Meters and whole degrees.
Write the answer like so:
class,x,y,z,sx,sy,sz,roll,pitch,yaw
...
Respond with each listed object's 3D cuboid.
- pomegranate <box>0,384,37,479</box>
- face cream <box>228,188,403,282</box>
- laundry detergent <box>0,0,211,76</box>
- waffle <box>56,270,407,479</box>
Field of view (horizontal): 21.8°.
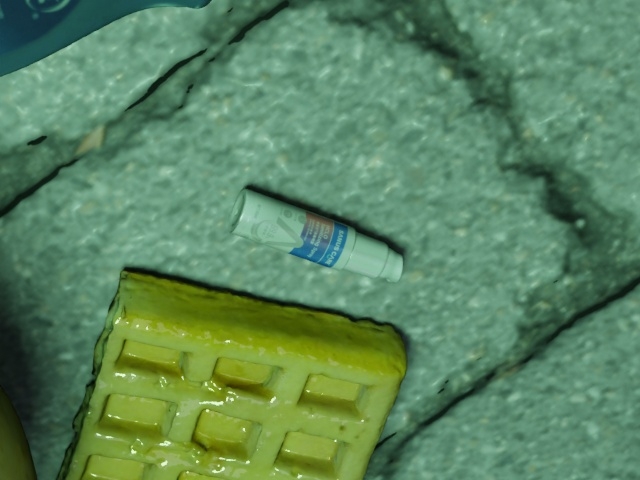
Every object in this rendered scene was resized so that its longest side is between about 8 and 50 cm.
class,x,y,z,sx,sy,sz,roll,pitch,yaw
pomegranate,-0.361,0.156,1.029,0.411,0.411,0.411,-3,117,-6
face cream,0.000,0.000,1.180,0.130,0.034,0.034,20,112,-17
laundry detergent,-0.141,-0.194,1.030,0.290,0.094,0.143,-17,120,1
waffle,-0.074,0.157,1.235,0.221,0.055,0.248,13,113,-14
